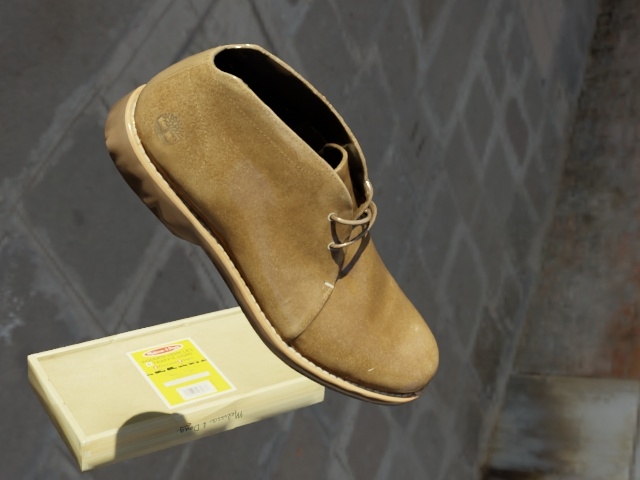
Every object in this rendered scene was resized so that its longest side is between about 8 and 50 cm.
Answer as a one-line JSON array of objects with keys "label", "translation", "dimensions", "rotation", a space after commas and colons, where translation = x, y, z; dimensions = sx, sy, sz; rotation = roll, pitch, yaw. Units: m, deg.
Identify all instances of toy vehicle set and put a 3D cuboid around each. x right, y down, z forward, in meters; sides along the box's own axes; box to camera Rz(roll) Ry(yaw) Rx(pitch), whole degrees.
[{"label": "toy vehicle set", "translation": [-0.150, 0.145, 1.016], "dimensions": [0.266, 0.166, 0.035], "rotation": [-11, 120, -29]}]

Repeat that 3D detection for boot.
[{"label": "boot", "translation": [0.000, 0.000, 0.651], "dimensions": [0.305, 0.115, 0.112], "rotation": [46, 38, -23]}]
